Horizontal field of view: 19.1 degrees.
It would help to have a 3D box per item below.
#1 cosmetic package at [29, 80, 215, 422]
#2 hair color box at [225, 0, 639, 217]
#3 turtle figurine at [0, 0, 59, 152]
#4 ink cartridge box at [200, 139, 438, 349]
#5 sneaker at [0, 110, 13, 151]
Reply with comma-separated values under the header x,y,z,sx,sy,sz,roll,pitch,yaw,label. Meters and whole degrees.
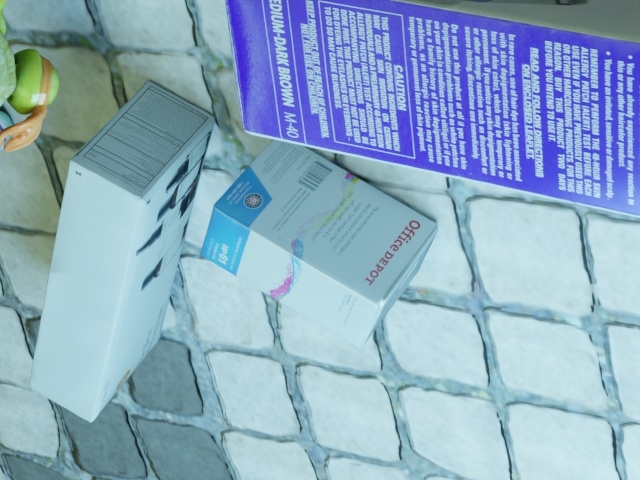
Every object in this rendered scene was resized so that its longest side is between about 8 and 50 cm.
x,y,z,sx,sy,sz,roll,pitch,yaw,label
-0.138,0.013,1.308,0.060,0.099,0.239,30,138,11,cosmetic package
0.143,-0.109,0.939,0.338,0.185,0.110,14,131,25,hair color box
-0.252,-0.101,1.176,0.217,0.087,0.269,10,116,-27,turtle figurine
0.000,0.000,1.205,0.122,0.088,0.052,30,137,11,ink cartridge box
-0.257,-0.092,1.323,0.038,0.069,0.098,-10,119,40,sneaker
